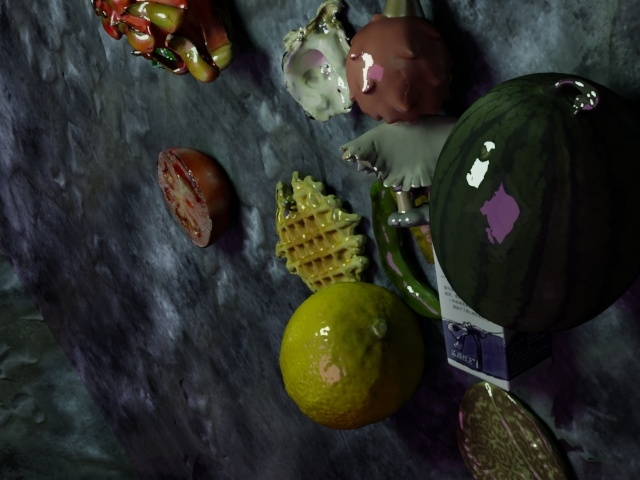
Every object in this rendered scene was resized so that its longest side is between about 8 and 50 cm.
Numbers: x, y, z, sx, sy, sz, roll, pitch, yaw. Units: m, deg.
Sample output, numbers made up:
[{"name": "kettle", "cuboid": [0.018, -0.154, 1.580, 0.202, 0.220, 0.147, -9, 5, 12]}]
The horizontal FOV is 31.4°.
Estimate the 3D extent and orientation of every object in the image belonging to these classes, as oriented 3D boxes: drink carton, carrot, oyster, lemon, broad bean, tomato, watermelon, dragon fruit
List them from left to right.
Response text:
[{"name": "dragon fruit", "cuboid": [-0.278, -0.415, 2.030, 0.227, 0.243, 0.307, 23, -123, -77]}, {"name": "tomato", "cuboid": [-0.254, -0.098, 2.359, 0.225, 0.085, 0.225, 40, 146, 34]}, {"name": "oyster", "cuboid": [0.013, -0.294, 1.826, 0.163, 0.081, 0.191, 30, 126, 8]}, {"name": "lemon", "cuboid": [0.051, 0.200, 1.958, 0.245, 0.245, 0.320, 57, 152, 12]}, {"name": "broad bean", "cuboid": [0.145, 0.016, 1.872, 0.144, 0.049, 0.291, -26, 92, 54]}, {"name": "carrot", "cuboid": [0.161, -0.055, 1.757, 0.082, 0.082, 0.173, -12, 107, 59]}, {"name": "drink carton", "cuboid": [0.256, 0.093, 1.702, 0.134, 0.102, 0.222, 23, 131, 51]}, {"name": "watermelon", "cuboid": [0.273, -0.051, 1.390, 0.279, 0.279, 0.359, 38, 143, 37]}]

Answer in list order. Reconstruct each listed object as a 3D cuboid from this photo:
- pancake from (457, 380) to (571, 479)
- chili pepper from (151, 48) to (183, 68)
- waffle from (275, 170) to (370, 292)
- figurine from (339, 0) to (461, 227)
[{"name": "pancake", "cuboid": [0.311, 0.351, 1.879, 0.250, 0.031, 0.250, 35, 139, 38]}, {"name": "chili pepper", "cuboid": [-0.321, -0.449, 2.231, 0.088, 0.059, 0.226, 7, 114, 50]}, {"name": "waffle", "cuboid": [-0.002, 0.001, 2.076, 0.250, 0.056, 0.261, 38, 139, 37]}, {"name": "figurine", "cuboid": [0.118, -0.210, 1.631, 0.166, 0.207, 0.386, -74, -27, -77]}]
